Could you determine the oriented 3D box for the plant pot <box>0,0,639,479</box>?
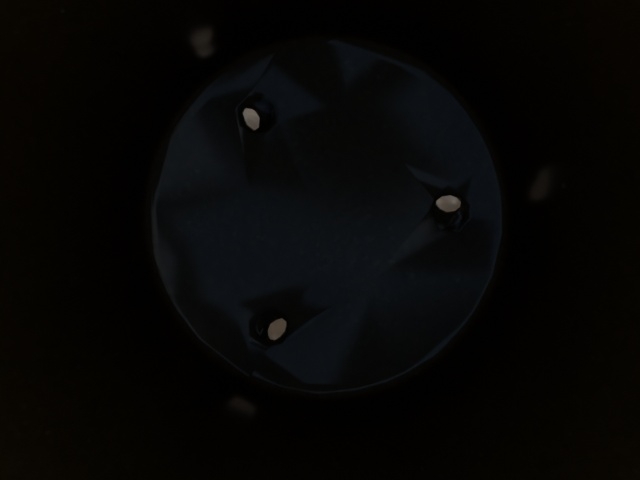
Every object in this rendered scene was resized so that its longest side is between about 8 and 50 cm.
[{"bbox_3d":[0.000,0.000,0.328,0.237,0.254,0.237,0,95,2],"label":"plant pot"}]
